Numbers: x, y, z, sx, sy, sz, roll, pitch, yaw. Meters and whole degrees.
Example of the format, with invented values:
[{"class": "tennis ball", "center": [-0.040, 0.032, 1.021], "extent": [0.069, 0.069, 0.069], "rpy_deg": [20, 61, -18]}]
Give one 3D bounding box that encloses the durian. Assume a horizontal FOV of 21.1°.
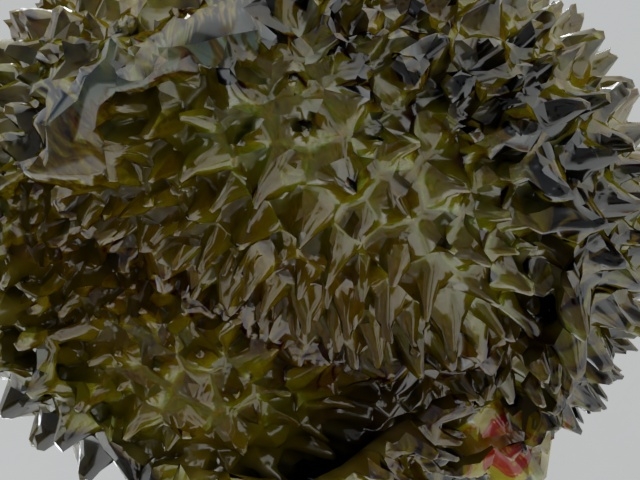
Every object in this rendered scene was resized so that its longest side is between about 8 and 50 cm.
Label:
[{"class": "durian", "center": [0.003, -0.011, 0.664], "extent": [0.293, 0.258, 0.258], "rpy_deg": [18, -68, -10]}]
